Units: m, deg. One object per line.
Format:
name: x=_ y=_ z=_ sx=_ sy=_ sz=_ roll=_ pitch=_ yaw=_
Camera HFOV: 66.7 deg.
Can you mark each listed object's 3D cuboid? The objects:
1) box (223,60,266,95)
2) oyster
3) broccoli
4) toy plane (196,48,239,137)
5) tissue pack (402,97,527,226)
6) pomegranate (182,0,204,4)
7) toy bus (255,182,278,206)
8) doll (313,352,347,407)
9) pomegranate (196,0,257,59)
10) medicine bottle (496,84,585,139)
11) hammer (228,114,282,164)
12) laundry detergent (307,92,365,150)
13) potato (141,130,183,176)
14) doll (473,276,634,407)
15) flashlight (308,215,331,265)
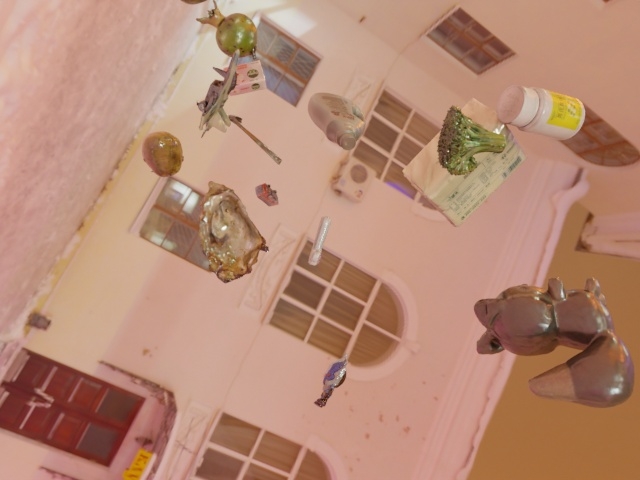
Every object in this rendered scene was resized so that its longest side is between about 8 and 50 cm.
box: x=-0.245 y=-0.525 z=1.574 sx=0.043 sy=0.125 sz=0.089 roll=89 pitch=-15 yaw=-65
oyster: x=-0.350 y=-0.032 z=1.745 sx=0.221 sy=0.361 sz=0.096 roll=-31 pitch=175 yaw=-14
broccoli: x=0.438 y=-0.282 z=1.415 sx=0.194 sy=0.193 sz=0.220 roll=-78 pitch=169 yaw=-47
toy plane: x=-0.270 y=-0.397 z=1.292 sx=0.192 sy=0.088 sz=0.262 roll=-71 pitch=-177 yaw=-47
tissue pack: x=0.535 y=-0.279 z=1.805 sx=0.380 sy=0.297 sz=0.207 roll=-45 pitch=-133 yaw=10
pomegranate: x=-0.298 y=-0.651 z=1.152 sx=0.169 sy=0.148 sz=0.149 roll=-38 pitch=-155 yaw=28
toy bus: x=-0.258 y=-0.219 z=2.377 sx=0.192 sy=0.076 sz=0.065 roll=41 pitch=33 yaw=-71
doll: x=0.044 y=0.453 z=1.593 sx=0.195 sy=0.070 sz=0.096 roll=-57 pitch=-175 yaw=-29
pomegranate: x=-0.316 y=-0.714 z=1.672 sx=0.156 sy=0.220 sz=0.156 roll=22 pitch=90 yaw=-84
medicine bottle: x=0.712 y=-0.416 z=1.579 sx=0.143 sy=0.257 sz=0.144 roll=-174 pitch=-90 yaw=-69
hammer: x=-0.280 y=-0.430 z=2.077 sx=0.027 sy=0.297 sz=0.125 roll=-47 pitch=-176 yaw=25
laundry detergent: x=0.097 y=-0.519 z=2.162 sx=0.398 sy=0.263 sz=0.125 roll=-108 pitch=-149 yaw=-51
potato: x=-0.540 y=-0.301 z=1.665 sx=0.176 sy=0.137 sz=0.137 roll=102 pitch=1 yaw=-46
doll: x=0.615 y=0.259 z=1.331 sx=0.381 sy=0.253 sz=0.379 roll=-14 pitch=-157 yaw=17
flashlight: x=0.000 y=0.000 z=1.895 sx=0.093 sy=0.047 sz=0.201 roll=-120 pitch=-133 yaw=-83
